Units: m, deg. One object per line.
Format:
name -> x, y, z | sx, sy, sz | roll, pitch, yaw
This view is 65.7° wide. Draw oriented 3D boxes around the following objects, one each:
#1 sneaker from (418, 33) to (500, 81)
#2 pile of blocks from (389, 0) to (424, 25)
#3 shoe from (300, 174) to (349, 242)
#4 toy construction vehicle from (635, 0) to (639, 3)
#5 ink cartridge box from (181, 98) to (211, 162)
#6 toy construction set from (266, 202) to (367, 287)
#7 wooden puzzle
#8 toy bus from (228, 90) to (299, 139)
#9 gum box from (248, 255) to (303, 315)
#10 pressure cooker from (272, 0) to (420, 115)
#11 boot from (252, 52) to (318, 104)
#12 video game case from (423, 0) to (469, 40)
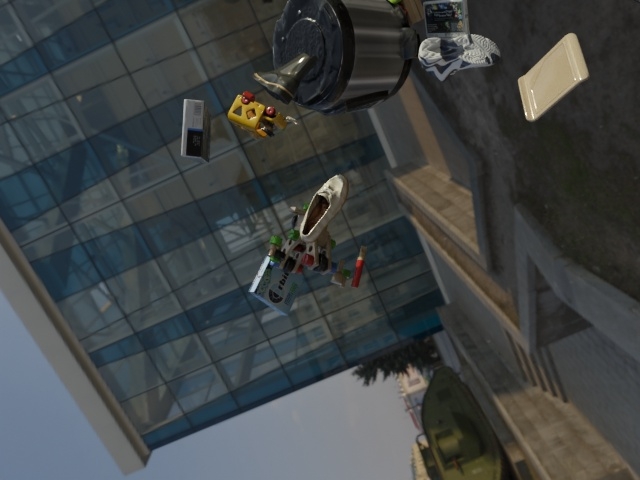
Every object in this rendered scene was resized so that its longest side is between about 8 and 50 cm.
sneaker -> 0.416, -0.551, 1.518 | 0.153, 0.235, 0.094 | 22, -114, -83
pile of blocks -> 0.242, -0.865, 1.625 | 0.149, 0.112, 0.362 | 40, 156, 46
shoe -> 0.010, -0.092, 1.386 | 0.076, 0.219, 0.058 | 28, 175, 21
toy construction vehicle -> 0.947, -0.769, 1.479 | 0.098, 0.035, 0.086 | 25, 161, -2
ink cartridge box -> -0.386, -0.334, 1.568 | 0.332, 0.065, 0.165 | -145, 59, -79
toy construction set -> 0.000, 0.000, 1.588 | 0.257, 0.308, 0.237 | 130, 157, -75
wooden puzzle -> 0.800, -0.556, 1.708 | 0.238, 0.044, 0.221 | -42, 39, 51
toy bus -> -0.193, -0.374, 1.570 | 0.191, 0.104, 0.202 | 29, -179, -23
gum box -> -0.164, 0.170, 1.867 | 0.184, 0.041, 0.157 | 41, -118, -33
pressure cooker -> 0.102, -0.626, 1.643 | 0.370, 0.420, 0.375 | 53, 136, 20
boot -> -0.091, -0.444, 1.311 | 0.077, 0.137, 0.198 | 35, -174, -46
video game case -> 0.404, -0.678, 1.586 | 0.190, 0.022, 0.173 | 37, 147, 56
